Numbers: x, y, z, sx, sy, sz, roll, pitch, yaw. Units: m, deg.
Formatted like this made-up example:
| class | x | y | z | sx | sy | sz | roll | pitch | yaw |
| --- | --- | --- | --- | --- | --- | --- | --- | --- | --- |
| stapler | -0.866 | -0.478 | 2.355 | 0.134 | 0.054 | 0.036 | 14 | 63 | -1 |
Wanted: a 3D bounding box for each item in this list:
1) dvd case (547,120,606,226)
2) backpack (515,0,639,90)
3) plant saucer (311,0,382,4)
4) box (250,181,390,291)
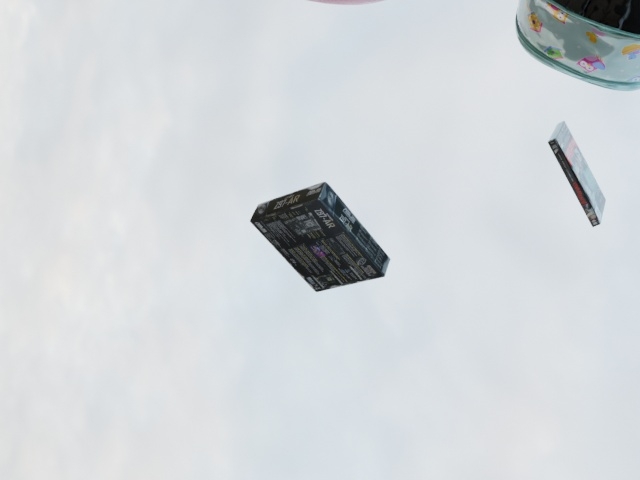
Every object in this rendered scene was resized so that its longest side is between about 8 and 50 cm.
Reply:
| class | x | y | z | sx | sy | sz | roll | pitch | yaw |
| --- | --- | --- | --- | --- | --- | --- | --- | --- | --- |
| dvd case | 0.318 | -0.084 | 0.892 | 0.013 | 0.087 | 0.119 | -27 | -80 | 33 |
| backpack | 0.267 | -0.230 | 0.665 | 0.188 | 0.165 | 0.144 | -59 | 170 | -28 |
| plant saucer | -0.017 | -0.389 | 0.739 | 0.084 | 0.332 | 0.332 | 124 | -44 | -53 |
| box | 0.000 | 0.000 | 0.519 | 0.067 | 0.083 | 0.018 | -17 | -142 | 38 |
